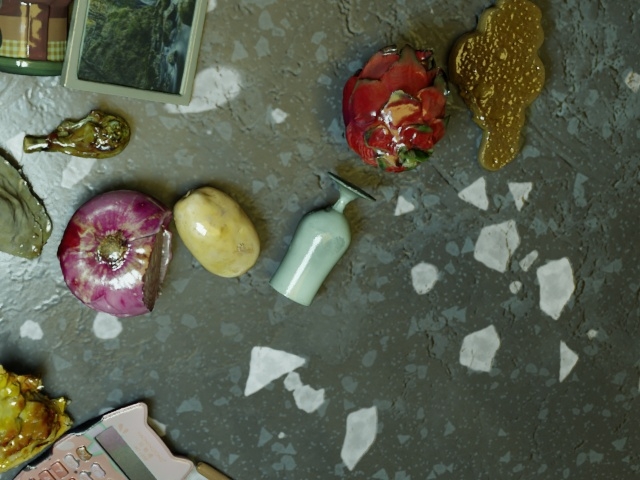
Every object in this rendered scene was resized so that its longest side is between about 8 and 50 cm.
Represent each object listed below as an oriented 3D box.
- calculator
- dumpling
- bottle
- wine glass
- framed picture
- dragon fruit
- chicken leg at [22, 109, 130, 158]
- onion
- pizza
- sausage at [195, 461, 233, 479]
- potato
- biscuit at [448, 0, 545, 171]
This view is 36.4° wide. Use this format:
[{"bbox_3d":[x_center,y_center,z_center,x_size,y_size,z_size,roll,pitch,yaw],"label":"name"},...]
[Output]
[{"bbox_3d":[-0.413,0.439,1.780,0.330,0.048,0.220,-34,110,-2],"label":"calculator"},{"bbox_3d":[-0.562,-0.073,1.553,0.332,0.086,0.166,19,101,-39],"label":"dumpling"},{"bbox_3d":[-0.454,-0.400,1.523,0.156,0.143,0.271,13,106,23],"label":"bottle"},{"bbox_3d":[0.000,0.000,1.750,0.103,0.103,0.231,27,99,-18],"label":"wine glass"},{"bbox_3d":[-0.285,-0.389,1.575,0.240,0.020,0.324,5,103,-42],"label":"framed picture"},{"bbox_3d":[0.130,-0.237,1.680,0.193,0.274,0.192,-6,147,11],"label":"dragon fruit"},{"bbox_3d":[-0.408,-0.174,1.626,0.178,0.070,0.093,-7,130,0],"label":"chicken leg"},{"bbox_3d":[-0.346,0.018,1.632,0.201,0.200,0.207,8,113,-16],"label":"onion"},{"bbox_3d":[-0.538,0.306,1.632,0.289,0.081,0.228,-13,125,-38],"label":"pizza"},{"bbox_3d":[-0.189,0.456,1.849,0.116,0.026,0.026,38,92,-19],"label":"sausage"},{"bbox_3d":[-0.178,-0.014,1.697,0.178,0.109,0.118,52,52,-24],"label":"potato"},{"bbox_3d":[0.327,-0.288,1.794,0.183,0.047,0.319,-9,105,-10],"label":"biscuit"}]
